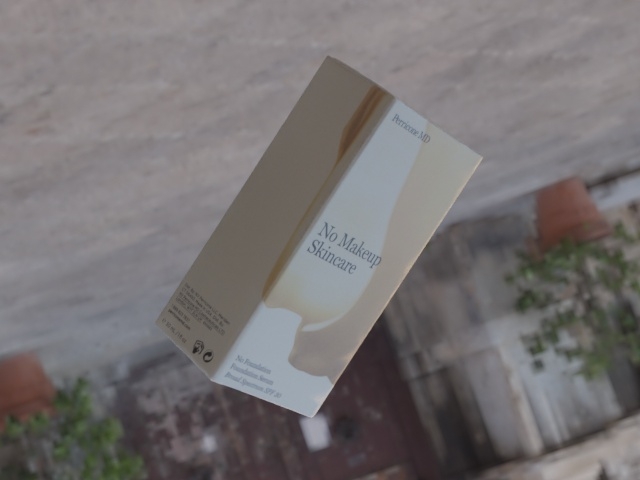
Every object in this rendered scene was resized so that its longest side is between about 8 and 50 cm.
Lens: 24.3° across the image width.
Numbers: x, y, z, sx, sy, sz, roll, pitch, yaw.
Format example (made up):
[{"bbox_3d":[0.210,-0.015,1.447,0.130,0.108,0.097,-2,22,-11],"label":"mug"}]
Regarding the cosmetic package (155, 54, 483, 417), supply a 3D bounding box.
[{"bbox_3d":[0.000,0.000,0.526,0.060,0.041,0.115,26,99,-47],"label":"cosmetic package"}]
